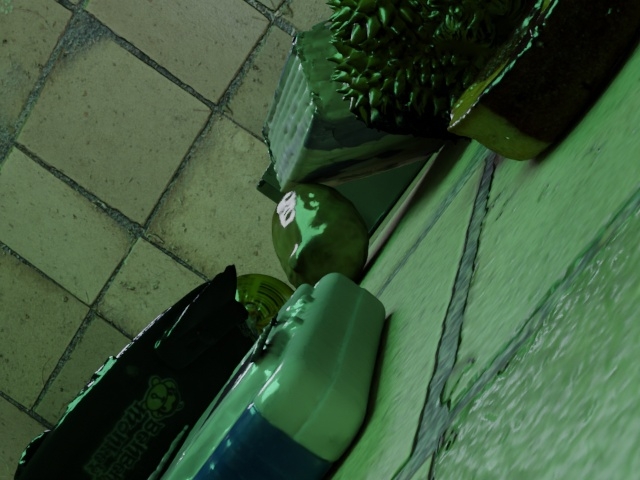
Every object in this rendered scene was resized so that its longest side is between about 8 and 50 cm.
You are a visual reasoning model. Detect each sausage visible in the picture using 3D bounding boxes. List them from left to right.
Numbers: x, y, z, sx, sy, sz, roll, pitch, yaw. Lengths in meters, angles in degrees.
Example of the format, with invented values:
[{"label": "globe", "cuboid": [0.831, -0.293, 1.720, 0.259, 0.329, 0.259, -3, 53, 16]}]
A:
[{"label": "sausage", "cuboid": [-0.075, 0.105, 1.250, 0.123, 0.123, 0.347, -55, -3, -4]}]

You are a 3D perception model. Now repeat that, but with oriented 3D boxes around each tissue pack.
[{"label": "tissue pack", "cuboid": [0.068, -0.166, 1.208, 0.242, 0.125, 0.343, -18, -6, -12]}]

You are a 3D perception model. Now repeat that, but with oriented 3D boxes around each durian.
[{"label": "durian", "cuboid": [0.094, -0.139, 0.737, 0.237, 0.193, 0.137, 8, -85, -79]}]

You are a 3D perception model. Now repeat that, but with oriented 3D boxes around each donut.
[{"label": "donut", "cuboid": [0.134, -0.109, 0.590, 0.140, 0.059, 0.140, -54, 1, 2]}]

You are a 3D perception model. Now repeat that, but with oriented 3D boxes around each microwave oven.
[{"label": "microwave oven", "cuboid": [0.076, -0.195, 1.660, 0.286, 0.218, 0.355, -56, 0, 32]}]

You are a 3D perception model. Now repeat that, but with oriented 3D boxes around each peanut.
[{"label": "peanut", "cuboid": [0.000, 0.000, 1.248, 0.140, 0.109, 0.159, -61, 32, 37]}]

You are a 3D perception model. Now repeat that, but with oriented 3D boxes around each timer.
[{"label": "timer", "cuboid": [-0.038, 0.117, 0.670, 0.178, 0.078, 0.253, -54, 1, 12]}]

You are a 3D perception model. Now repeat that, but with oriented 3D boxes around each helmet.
[{"label": "helmet", "cuboid": [-0.127, 0.167, 0.891, 0.279, 0.160, 0.230, -45, -4, -5]}]
